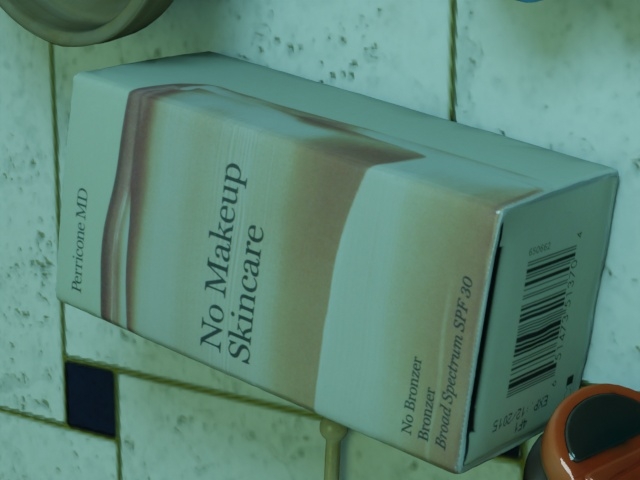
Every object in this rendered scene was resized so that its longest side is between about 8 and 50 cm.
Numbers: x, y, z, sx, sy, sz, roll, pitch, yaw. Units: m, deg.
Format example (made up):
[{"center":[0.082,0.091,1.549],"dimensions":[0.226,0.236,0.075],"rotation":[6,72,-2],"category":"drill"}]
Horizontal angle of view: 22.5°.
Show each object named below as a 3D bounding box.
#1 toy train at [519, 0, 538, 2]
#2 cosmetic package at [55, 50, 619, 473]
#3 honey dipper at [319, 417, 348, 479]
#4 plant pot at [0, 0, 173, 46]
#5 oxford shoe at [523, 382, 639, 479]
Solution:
[{"center":[0.145,-0.176,0.772],"dimensions":[0.184,0.080,0.105],"rotation":[4,131,32],"category":"toy train"},{"center":[0.000,0.000,0.909],"dimensions":[0.296,0.129,0.153],"rotation":[18,111,35],"category":"cosmetic package"},{"center":[0.004,0.186,1.010],"dimensions":[0.030,0.030,0.160],"rotation":[8,102,37],"category":"honey dipper"},{"center":[-0.125,-0.241,0.958],"dimensions":[0.237,0.110,0.237],"rotation":[22,122,41],"category":"plant pot"},{"center":[0.210,0.196,0.826],"dimensions":[0.271,0.097,0.098],"rotation":[51,150,19],"category":"oxford shoe"}]
